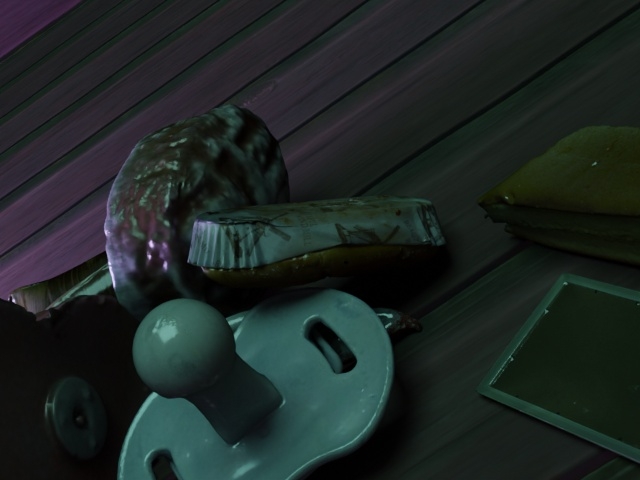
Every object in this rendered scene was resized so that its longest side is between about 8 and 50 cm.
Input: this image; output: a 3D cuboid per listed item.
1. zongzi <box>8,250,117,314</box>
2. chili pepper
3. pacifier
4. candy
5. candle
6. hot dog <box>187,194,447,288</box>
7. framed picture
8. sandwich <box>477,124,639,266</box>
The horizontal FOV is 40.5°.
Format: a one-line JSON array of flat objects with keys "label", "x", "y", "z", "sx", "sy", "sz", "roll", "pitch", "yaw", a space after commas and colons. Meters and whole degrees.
[{"label": "zongzi", "x": -0.247, "y": 0.112, "z": 1.063, "sx": 0.247, "sy": 0.111, "sz": 0.241, "roll": -28, "pitch": 51, "yaw": 3}, {"label": "chili pepper", "x": 0.024, "y": 0.098, "z": 0.862, "sx": 0.153, "sy": 0.041, "sz": 0.050, "roll": -21, "pitch": 78, "yaw": 23}, {"label": "pacifier", "x": -0.084, "y": 0.122, "z": 0.757, "sx": 0.287, "sy": 0.226, "sz": 0.238, "roll": -36, "pitch": 46, "yaw": -5}, {"label": "candy", "x": -0.129, "y": -0.030, "z": 1.001, "sx": 0.157, "sy": 0.214, "sz": 0.290, "roll": -12, "pitch": 37, "yaw": 29}, {"label": "candle", "x": -0.272, "y": 0.199, "z": 0.847, "sx": 0.131, "sy": 0.287, "sz": 0.317, "roll": -23, "pitch": -4, "yaw": 24}, {"label": "hot dog", "x": 0.000, "y": 0.000, "z": 0.867, "sx": 0.267, "sy": 0.075, "sz": 0.144, "roll": -3, "pitch": 13, "yaw": -17}, {"label": "framed picture", "x": 0.231, "y": 0.098, "z": 0.695, "sx": 0.142, "sy": 0.011, "sz": 0.183, "roll": -49, "pitch": 34, "yaw": -18}, {"label": "sandwich", "x": 0.261, "y": -0.034, "z": 0.755, "sx": 0.096, "sy": 0.094, "sz": 0.258, "roll": -50, "pitch": 34, "yaw": -18}]
